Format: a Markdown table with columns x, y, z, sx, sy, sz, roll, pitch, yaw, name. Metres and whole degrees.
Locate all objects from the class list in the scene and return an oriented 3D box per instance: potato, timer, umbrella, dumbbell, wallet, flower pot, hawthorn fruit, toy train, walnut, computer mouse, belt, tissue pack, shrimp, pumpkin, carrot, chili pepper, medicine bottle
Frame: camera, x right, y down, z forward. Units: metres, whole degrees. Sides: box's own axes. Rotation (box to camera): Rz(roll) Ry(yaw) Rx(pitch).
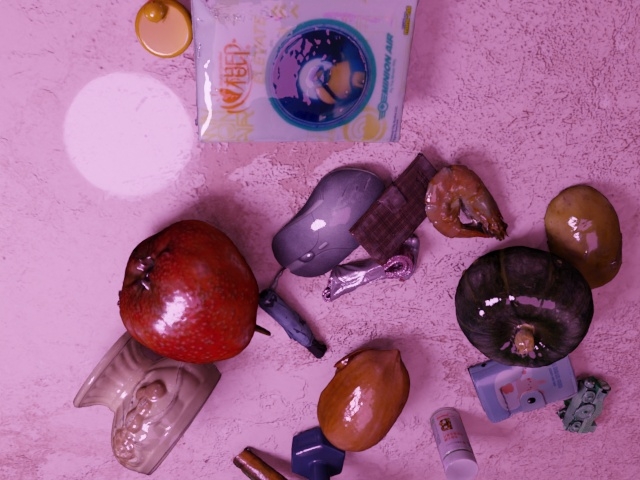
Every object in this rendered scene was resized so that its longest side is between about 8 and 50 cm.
| x | y | z | sx | sy | sz | roll | pitch | yaw | name |
| --- | --- | --- | --- | --- | --- | --- | --- | --- | --- |
| 0.607 | 0.011 | 1.357 | 0.160 | 0.111 | 0.272 | -19 | 117 | 9 | potato |
| -0.283 | -0.385 | 1.093 | 0.107 | 0.109 | 0.107 | -1 | 118 | -3 | timer |
| -0.067 | 0.204 | 1.442 | 0.053 | 0.052 | 0.250 | -21 | 127 | 26 | umbrella |
| 0.000 | 0.643 | 1.529 | 0.160 | 0.325 | 0.144 | 30 | 117 | -21 | dumbbell |
| 0.524 | 0.358 | 1.557 | 0.250 | 0.075 | 0.176 | -22 | 111 | 8 | wallet |
| -0.404 | 0.354 | 1.382 | 0.244 | 0.307 | 0.307 | 35 | 111 | -3 | flower pot |
| -0.242 | 0.130 | 1.289 | 0.369 | 0.285 | 0.285 | 36 | 111 | -29 | hawthorn fruit |
| 0.707 | 0.440 | 1.611 | 0.104 | 0.071 | 0.178 | 3 | 119 | -14 | toy train |
| 0.113 | 0.379 | 1.474 | 0.203 | 0.203 | 0.298 | 30 | 109 | -18 | walnut |
| 0.000 | 0.000 | 1.329 | 0.167 | 0.090 | 0.379 | 35 | 112 | -18 | computer mouse |
| 0.170 | -0.065 | 1.281 | 0.230 | 0.042 | 0.124 | -47 | 119 | -3 | wallet |
| 0.103 | 0.074 | 1.373 | 0.232 | 0.053 | 0.071 | -23 | 111 | 21 | belt |
| -0.035 | -0.330 | 1.091 | 0.387 | 0.162 | 0.288 | -3 | 120 | -11 | tissue pack |
| 0.323 | -0.059 | 1.311 | 0.267 | 0.061 | 0.145 | 32 | 92 | -37 | shrimp |
| 0.450 | 0.156 | 1.359 | 0.300 | 0.207 | 0.300 | 9 | 129 | 11 | pumpkin |
| -0.122 | 0.655 | 1.621 | 0.260 | 0.070 | 0.070 | 35 | 113 | 10 | carrot |
| 0.198 | 0.036 | 1.384 | 0.050 | 0.041 | 0.153 | 20 | 120 | 26 | chili pepper |
| 0.344 | 0.527 | 1.569 | 0.086 | 0.183 | 0.086 | -2 | 117 | -3 | medicine bottle |
